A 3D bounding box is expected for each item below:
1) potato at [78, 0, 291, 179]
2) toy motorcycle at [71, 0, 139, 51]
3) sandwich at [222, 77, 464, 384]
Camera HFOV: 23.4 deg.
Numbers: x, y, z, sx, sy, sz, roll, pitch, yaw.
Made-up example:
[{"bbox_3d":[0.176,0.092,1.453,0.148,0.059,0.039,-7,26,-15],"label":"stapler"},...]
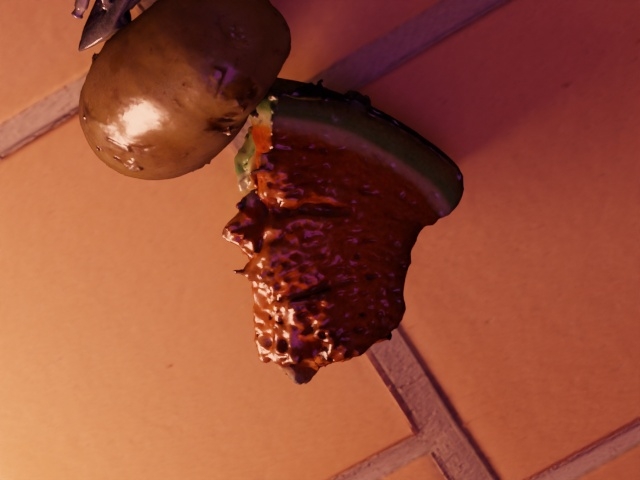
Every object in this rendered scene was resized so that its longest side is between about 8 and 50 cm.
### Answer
[{"bbox_3d":[-0.138,-0.150,1.500,0.165,0.165,0.262,39,128,-20],"label":"potato"},{"bbox_3d":[-0.142,-0.311,1.486,0.307,0.108,0.173,-30,118,9],"label":"toy motorcycle"},{"bbox_3d":[0.000,0.000,1.603,0.250,0.162,0.301,18,80,-26],"label":"sandwich"}]
